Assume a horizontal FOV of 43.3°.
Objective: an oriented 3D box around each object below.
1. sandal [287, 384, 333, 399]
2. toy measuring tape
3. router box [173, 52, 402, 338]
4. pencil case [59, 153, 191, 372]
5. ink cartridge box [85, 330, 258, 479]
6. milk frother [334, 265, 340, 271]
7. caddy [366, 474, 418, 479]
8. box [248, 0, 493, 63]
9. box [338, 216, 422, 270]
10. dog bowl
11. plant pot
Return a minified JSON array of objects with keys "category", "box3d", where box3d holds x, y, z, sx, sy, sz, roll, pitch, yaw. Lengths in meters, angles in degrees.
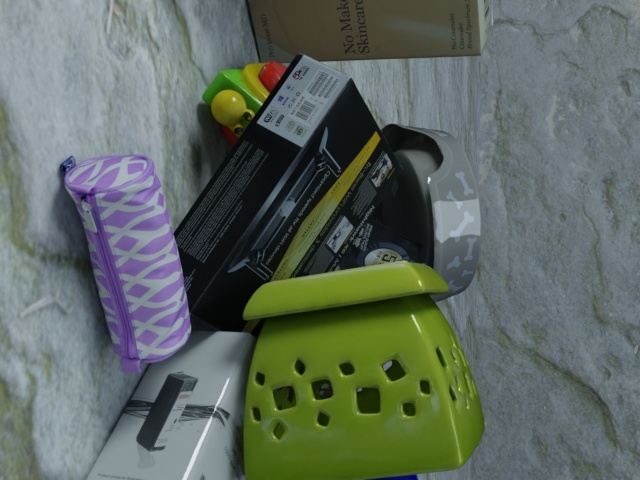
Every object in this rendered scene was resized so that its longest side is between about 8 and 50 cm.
[{"category":"sandal","box3d":[-0.035,0.262,1.236,0.219,0.060,0.090,-57,140,-30]},{"category":"toy measuring tape","box3d":[-0.046,-0.174,1.063,0.330,0.121,0.121,-32,121,-66]},{"category":"router box","box3d":[-0.041,-0.028,0.964,0.309,0.081,0.243,-56,153,-6]},{"category":"pencil case","box3d":[-0.179,0.018,0.764,0.088,0.086,0.206,-67,152,-57]},{"category":"ink cartridge box","box3d":[-0.136,0.257,0.860,0.273,0.114,0.197,-66,150,-46]},{"category":"milk frother","box3d":[0.000,0.000,1.173,0.135,0.143,0.129,59,31,-53]},{"category":"caddy","box3d":[0.057,0.465,1.258,0.341,0.179,0.241,2,89,-60]},{"category":"box","box3d":[0.067,-0.329,1.085,0.121,0.311,0.148,-63,148,-50]},{"category":"box","box3d":[0.071,0.062,1.334,0.077,0.147,0.180,-38,-152,57]},{"category":"dog bowl","box3d":[0.188,-0.047,1.491,0.349,0.102,0.349,174,-90,-76]},{"category":"plant pot","box3d":[0.046,0.135,0.883,0.227,0.228,0.207,11,70,-73]}]
